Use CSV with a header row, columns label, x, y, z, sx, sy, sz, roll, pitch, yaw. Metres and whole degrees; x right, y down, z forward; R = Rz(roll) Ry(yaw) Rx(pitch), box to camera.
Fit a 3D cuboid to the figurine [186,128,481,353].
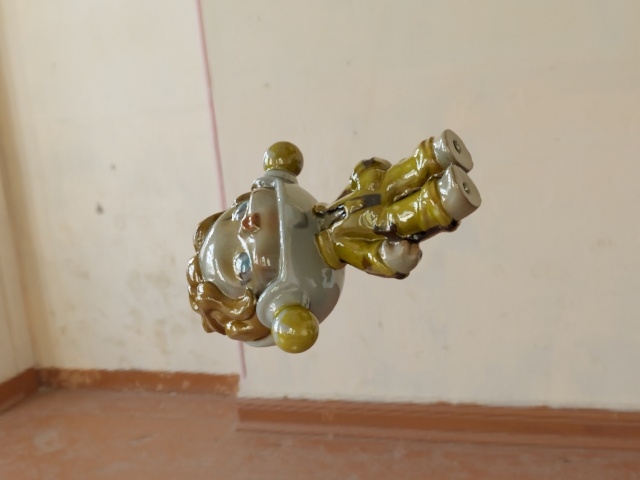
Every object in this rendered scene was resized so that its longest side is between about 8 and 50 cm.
label,x,y,z,sx,sy,sz,roll,pitch,yaw
figurine,0.001,-0.005,0.363,0.068,0.143,0.101,33,17,-43
